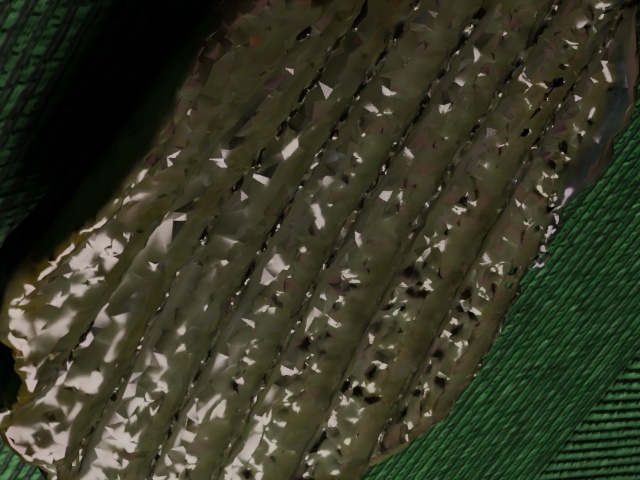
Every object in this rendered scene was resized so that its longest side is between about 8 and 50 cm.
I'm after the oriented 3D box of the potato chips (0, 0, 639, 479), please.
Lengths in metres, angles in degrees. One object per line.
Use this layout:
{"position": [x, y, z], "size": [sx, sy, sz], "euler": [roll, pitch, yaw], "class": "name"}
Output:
{"position": [0.000, 0.000, 0.870], "size": [0.358, 0.070, 0.429], "euler": [-6, 136, -44], "class": "potato chips"}
